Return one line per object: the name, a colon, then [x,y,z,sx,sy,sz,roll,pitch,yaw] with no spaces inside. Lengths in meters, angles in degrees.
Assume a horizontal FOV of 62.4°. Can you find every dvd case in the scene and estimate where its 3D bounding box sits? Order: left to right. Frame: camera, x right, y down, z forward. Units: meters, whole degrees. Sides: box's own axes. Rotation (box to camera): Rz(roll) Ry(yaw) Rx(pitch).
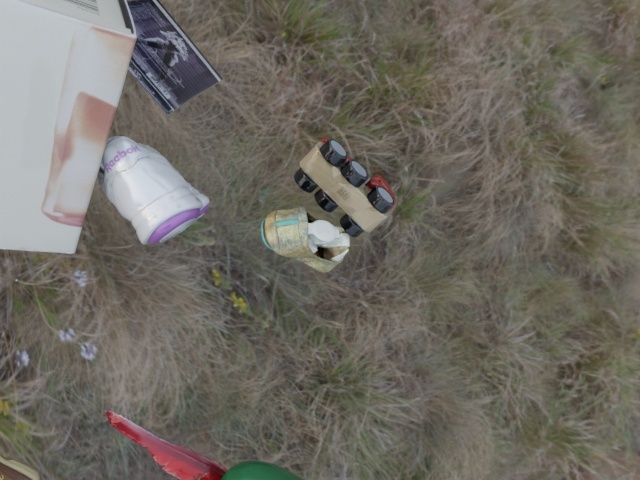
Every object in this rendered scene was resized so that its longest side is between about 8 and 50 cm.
dvd case: [-0.239,-0.283,0.792,0.164,0.018,0.221,50,24,-17]

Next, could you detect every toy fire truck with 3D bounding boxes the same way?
toy fire truck: [0.062,-0.138,1.224,0.217,0.158,0.246,43,29,-7]

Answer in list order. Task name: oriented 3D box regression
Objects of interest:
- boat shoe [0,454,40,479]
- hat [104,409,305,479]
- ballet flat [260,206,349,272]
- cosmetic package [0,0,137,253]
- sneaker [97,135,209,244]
boat shoe: [-0.416,0.284,0.629,0.064,0.060,0.178,-39,126,4]
hat: [-0.066,0.224,0.524,0.208,0.173,0.184,0,67,-44]
ballet flat: [0.000,0.000,1.152,0.348,0.123,0.123,21,73,-64]
cosmetic package: [-0.319,-0.144,0.605,0.129,0.296,0.153,8,38,-35]
sneaker: [-0.237,-0.077,0.748,0.114,0.305,0.152,-37,99,-13]
